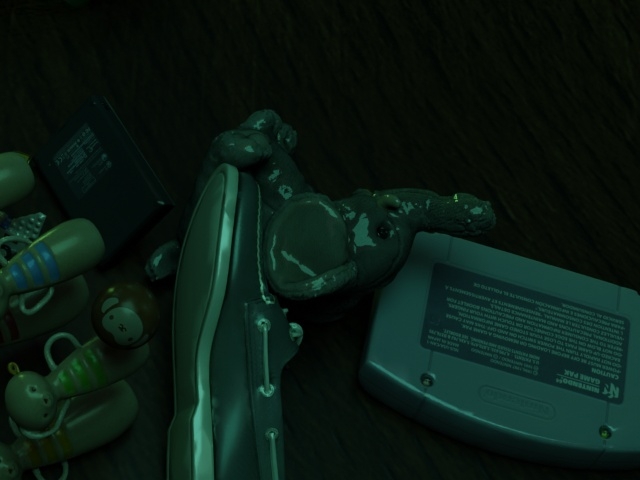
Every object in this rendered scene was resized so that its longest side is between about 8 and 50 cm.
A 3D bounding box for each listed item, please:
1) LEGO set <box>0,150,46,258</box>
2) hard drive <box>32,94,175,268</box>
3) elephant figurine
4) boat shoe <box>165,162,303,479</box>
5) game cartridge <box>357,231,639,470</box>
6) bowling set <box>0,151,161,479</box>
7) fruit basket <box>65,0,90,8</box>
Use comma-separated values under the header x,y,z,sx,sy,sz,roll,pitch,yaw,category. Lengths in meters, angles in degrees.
x,y,z,sx,sy,sz,roll,pitch,yaw,category
-0.356,-0.053,1.402,0.244,0.060,0.182,1,37,-32,LEGO set
-0.203,-0.054,1.471,0.135,0.094,0.022,56,23,21,hard drive
0.000,0.000,1.440,0.239,0.186,0.169,36,33,19,elephant figurine
-0.069,0.096,1.357,0.099,0.116,0.320,7,80,-21,boat shoe
0.187,0.108,1.496,0.294,0.060,0.196,17,52,-4,game cartridge
-0.233,0.064,1.264,0.154,0.200,0.287,-29,98,-27,bowling set
-0.360,-0.400,1.539,0.392,0.392,0.283,-3,65,-17,fruit basket
